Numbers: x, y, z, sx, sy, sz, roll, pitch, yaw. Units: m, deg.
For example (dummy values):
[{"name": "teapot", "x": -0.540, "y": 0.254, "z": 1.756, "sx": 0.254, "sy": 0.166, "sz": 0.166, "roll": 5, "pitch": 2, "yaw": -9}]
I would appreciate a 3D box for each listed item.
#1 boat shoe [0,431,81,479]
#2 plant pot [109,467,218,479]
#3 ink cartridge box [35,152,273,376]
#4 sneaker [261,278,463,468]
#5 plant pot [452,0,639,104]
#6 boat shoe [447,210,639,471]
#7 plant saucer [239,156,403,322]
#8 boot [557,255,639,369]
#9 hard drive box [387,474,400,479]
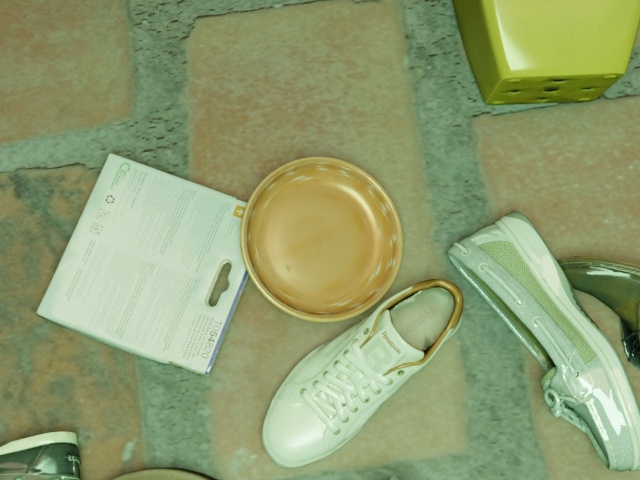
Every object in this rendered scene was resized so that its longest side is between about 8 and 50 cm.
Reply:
[{"name": "boat shoe", "x": -0.384, "y": 0.280, "z": 0.970, "sx": 0.233, "sy": 0.084, "sz": 0.079, "roll": -13, "pitch": 72, "yaw": -5}, {"name": "plant pot", "x": -0.179, "y": 0.354, "z": 0.864, "sx": 0.263, "sy": 0.229, "sz": 0.263, "roll": -1, "pitch": 72, "yaw": 2}, {"name": "ink cartridge box", "x": -0.197, "y": 0.030, "z": 1.057, "sx": 0.224, "sy": 0.045, "sz": 0.223, "roll": 20, "pitch": 75, "yaw": 6}, {"name": "sneaker", "x": 0.044, "y": 0.139, "z": 0.976, "sx": 0.290, "sy": 0.123, "sz": 0.106, "roll": -42, "pitch": 78, "yaw": -9}, {"name": "plant pot", "x": 0.277, "y": -0.273, "z": 1.059, "sx": 0.212, "sy": 0.212, "sz": 0.187, "roll": -2, "pitch": 86, "yaw": 2}, {"name": "boat shoe", "x": 0.258, "y": 0.119, "z": 0.980, "sx": 0.103, "sy": 0.118, "sz": 0.320, "roll": -26, "pitch": 70, "yaw": 1}, {"name": "plant saucer", "x": 0.000, "y": 0.000, "z": 1.041, "sx": 0.199, "sy": 0.037, "sz": 0.200, "roll": 2, "pitch": 80, "yaw": -13}, {"name": "boot", "x": 0.369, "y": 0.094, "z": 0.996, "sx": 0.219, "sy": 0.082, "sz": 0.106, "roll": 19, "pitch": 72, "yaw": 6}, {"name": "hard drive box", "x": 0.094, "y": 0.389, "z": 0.874, "sx": 0.232, "sy": 0.089, "sz": 0.181, "roll": 41, "pitch": 111, "yaw": 13}]
